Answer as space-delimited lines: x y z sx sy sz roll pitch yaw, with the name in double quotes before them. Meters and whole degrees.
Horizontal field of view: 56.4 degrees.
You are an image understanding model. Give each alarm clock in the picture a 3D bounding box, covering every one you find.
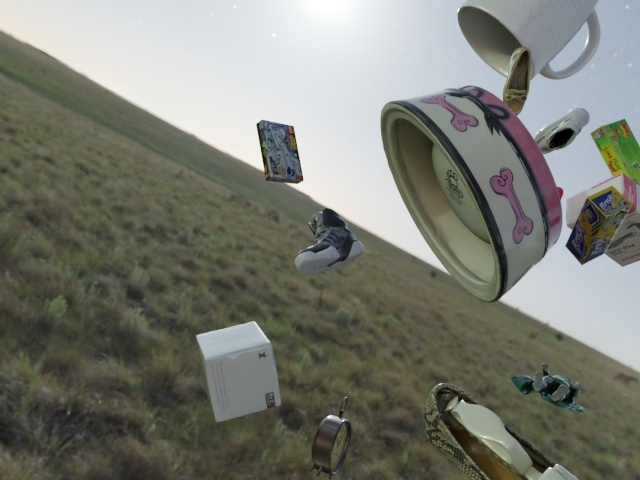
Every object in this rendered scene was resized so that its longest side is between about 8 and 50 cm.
"alarm clock" 0.030 0.466 1.425 0.064 0.192 0.129 13 -21 24

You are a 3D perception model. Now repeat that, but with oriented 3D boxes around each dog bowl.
"dog bowl" 0.272 -0.099 1.094 0.408 0.150 0.408 62 -5 9

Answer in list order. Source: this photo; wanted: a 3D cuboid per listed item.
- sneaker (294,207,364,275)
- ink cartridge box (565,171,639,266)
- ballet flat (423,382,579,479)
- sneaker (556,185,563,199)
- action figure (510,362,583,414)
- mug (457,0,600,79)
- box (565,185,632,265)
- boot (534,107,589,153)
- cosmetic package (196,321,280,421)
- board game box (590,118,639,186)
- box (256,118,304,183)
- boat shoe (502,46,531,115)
"sneaker" 0.000 0.000 1.591 0.268 0.101 0.153 -9 64 -54
"ink cartridge box" 0.727 -0.044 1.438 0.217 0.092 0.158 29 -35 -20
"ballet flat" 0.386 0.455 1.179 0.483 0.164 0.182 37 -30 40
"sneaker" 0.484 -0.137 1.397 0.128 0.221 0.087 -6 -14 -9
"action figure" 0.473 0.293 1.196 0.137 0.064 0.232 29 5 29
"mug" 0.613 -0.609 1.618 0.374 0.328 0.276 44 2 -23
"box" 0.520 -0.025 1.127 0.054 0.059 0.169 60 -10 32
"boot" 0.807 -0.354 2.069 0.095 0.123 0.258 44 -29 3
"cosmetic package" -0.192 0.296 1.379 0.151 0.151 0.183 -11 11 -16
"board game box" 0.784 -0.218 1.545 0.181 0.092 0.043 67 -23 10
"box" -0.090 -0.196 1.332 0.094 0.137 0.027 3 -19 -43
"boat shoe" 0.447 -0.357 1.350 0.056 0.153 0.048 10 22 6
